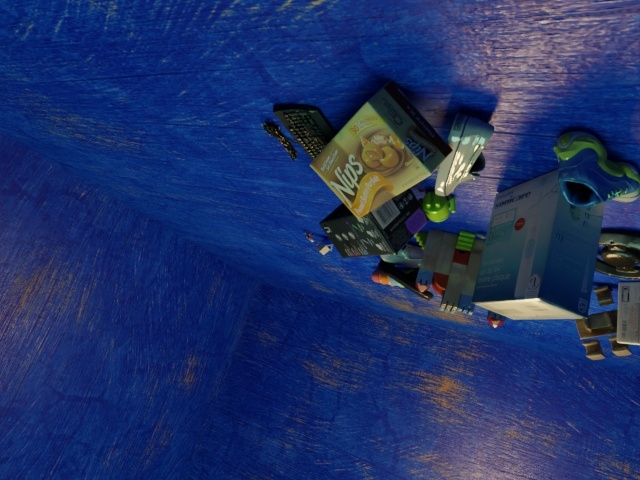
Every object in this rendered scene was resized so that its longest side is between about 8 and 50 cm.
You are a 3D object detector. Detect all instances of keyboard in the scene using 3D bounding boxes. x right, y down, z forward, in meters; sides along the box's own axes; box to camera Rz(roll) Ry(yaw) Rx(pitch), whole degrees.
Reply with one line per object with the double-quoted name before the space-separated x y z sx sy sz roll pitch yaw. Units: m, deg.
"keyboard" -0.033 -0.247 1.166 0.202 0.033 0.317 9 162 30

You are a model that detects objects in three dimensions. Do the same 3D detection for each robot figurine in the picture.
"robot figurine" 0.319 -0.092 1.227 0.101 0.067 0.115 -3 157 25

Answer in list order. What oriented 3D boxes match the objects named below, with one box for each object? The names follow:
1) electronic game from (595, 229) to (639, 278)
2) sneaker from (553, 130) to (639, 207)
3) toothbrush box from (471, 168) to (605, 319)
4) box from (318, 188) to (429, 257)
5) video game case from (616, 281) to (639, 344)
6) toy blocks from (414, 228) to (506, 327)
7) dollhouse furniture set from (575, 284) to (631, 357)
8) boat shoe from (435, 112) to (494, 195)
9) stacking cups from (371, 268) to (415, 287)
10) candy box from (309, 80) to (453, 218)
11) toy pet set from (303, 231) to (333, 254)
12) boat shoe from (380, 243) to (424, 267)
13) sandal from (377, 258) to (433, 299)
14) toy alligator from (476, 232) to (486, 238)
"electronic game" 0.791 0.038 1.173 0.229 0.048 0.229 23 161 8
"sneaker" 0.522 -0.101 0.851 0.240 0.126 0.091 25 163 -23
"toothbrush box" 0.481 0.017 0.993 0.126 0.295 0.216 23 165 -13
"box" 0.145 -0.056 1.278 0.143 0.165 0.270 55 155 -13
"video game case" 0.973 0.216 1.316 0.022 0.190 0.173 15 168 -26
"toy blocks" 0.465 0.126 1.453 0.382 0.260 0.190 15 164 14
"dollhouse furniture set" 0.981 0.268 1.464 0.242 0.212 0.161 -22 147 34
"boat shoe" 0.305 -0.168 0.949 0.088 0.096 0.267 19 157 14
"stacking cups" 0.357 0.174 2.068 0.096 0.095 0.316 29 163 -34
"candy box" 0.113 -0.178 0.971 0.183 0.087 0.316 48 156 -5
"toy pet set" 0.000 0.000 1.974 0.122 0.065 0.114 42 -173 -49
"boat shoe" 0.313 0.046 1.686 0.228 0.079 0.081 6 147 41
"sandal" 0.341 0.123 1.802 0.168 0.107 0.446 32 -176 -13
"toy alligator" 0.561 0.008 1.331 0.190 0.051 0.056 37 177 35
